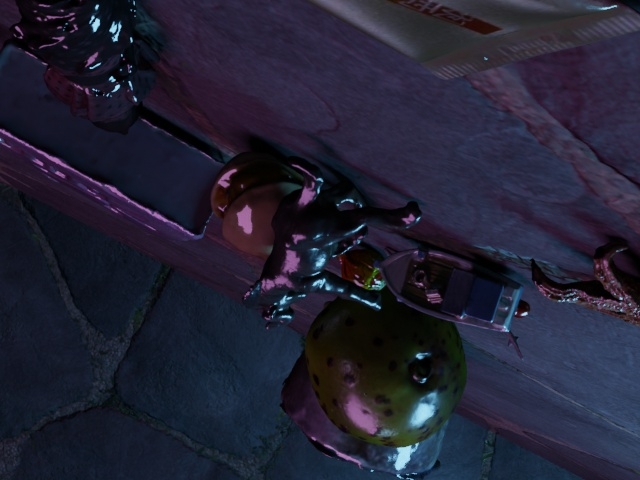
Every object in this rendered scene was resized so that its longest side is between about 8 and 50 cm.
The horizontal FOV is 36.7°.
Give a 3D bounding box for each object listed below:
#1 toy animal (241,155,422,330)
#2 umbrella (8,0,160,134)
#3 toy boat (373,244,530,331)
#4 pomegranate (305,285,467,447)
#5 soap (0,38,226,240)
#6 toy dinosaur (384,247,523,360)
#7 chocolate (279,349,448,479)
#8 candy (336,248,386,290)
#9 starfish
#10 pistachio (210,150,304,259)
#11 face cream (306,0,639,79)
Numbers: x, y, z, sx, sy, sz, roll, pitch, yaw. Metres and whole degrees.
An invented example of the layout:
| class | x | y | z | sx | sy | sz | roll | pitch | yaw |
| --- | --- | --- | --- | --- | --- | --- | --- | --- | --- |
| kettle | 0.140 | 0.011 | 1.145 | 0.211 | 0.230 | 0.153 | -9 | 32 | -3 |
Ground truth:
| class | x | y | z | sx | sy | sz | roll | pitch | yaw |
| --- | --- | --- | --- | --- | --- | --- | --- | --- | --- |
| toy animal | -0.002 | 0.011 | 0.943 | 0.084 | 0.148 | 0.233 | 62 | 152 | 32 |
| umbrella | -0.180 | -0.148 | 0.772 | 0.094 | 0.090 | 0.326 | 24 | 171 | 0 |
| toy boat | 0.133 | 0.048 | 1.013 | 0.173 | 0.069 | 0.058 | 19 | -178 | 37 |
| pomegranate | 0.092 | 0.167 | 1.342 | 0.230 | 0.231 | 0.286 | 27 | -179 | 2 |
| soap | -0.276 | -0.112 | 1.182 | 0.296 | 0.107 | 0.285 | 31 | 172 | -15 |
| toy dinosaur | 0.160 | 0.072 | 1.145 | 0.209 | 0.039 | 0.082 | 36 | 175 | 11 |
| chocolate | 0.103 | 0.227 | 1.612 | 0.303 | 0.213 | 0.303 | 22 | -162 | -7 |
| candy | 0.000 | 0.000 | 1.216 | 0.201 | 0.060 | 0.060 | 34 | 171 | 9 |
| starfish | 0.282 | 0.070 | 0.787 | 0.238 | 0.057 | 0.213 | 31 | 178 | -1 |
| pistachio | -0.057 | -0.036 | 1.001 | 0.113 | 0.113 | 0.149 | 25 | 165 | 11 |
| face cream | -0.024 | -0.153 | 0.390 | 0.341 | 0.084 | 0.137 | 25 | 163 | -31 |
